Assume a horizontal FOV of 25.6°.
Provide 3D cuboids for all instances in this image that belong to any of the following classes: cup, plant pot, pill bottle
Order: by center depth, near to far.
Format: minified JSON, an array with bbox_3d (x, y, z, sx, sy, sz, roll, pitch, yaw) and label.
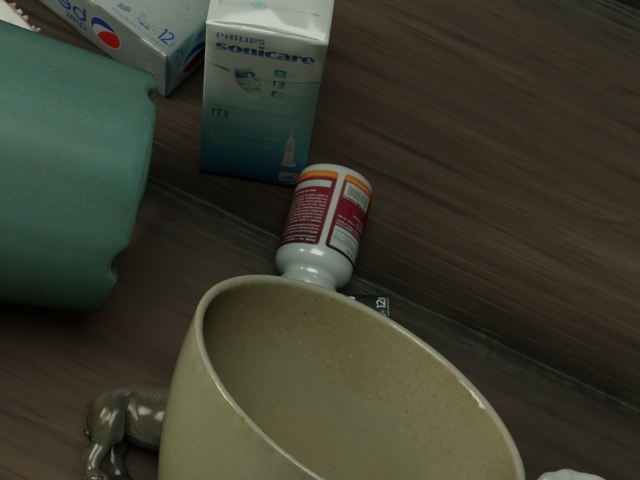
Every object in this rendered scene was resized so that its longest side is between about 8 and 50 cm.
[{"bbox_3d":[-0.017,0.224,1.273,0.331,0.237,0.331,27,22,-12],"label":"cup"},{"bbox_3d":[-0.351,-0.083,1.386,0.334,0.341,0.341,14,62,-15],"label":"plant pot"},{"bbox_3d":[0.000,0.000,1.518,0.086,0.086,0.152,16,63,1],"label":"pill bottle"}]

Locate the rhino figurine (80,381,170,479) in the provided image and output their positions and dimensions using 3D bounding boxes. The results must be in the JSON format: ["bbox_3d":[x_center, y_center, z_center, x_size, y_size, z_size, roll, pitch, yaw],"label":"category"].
[{"bbox_3d":[-0.122,0.187,1.419,0.243,0.073,0.106,-5,67,-11],"label":"rhino figurine"}]

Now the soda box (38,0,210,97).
[{"bbox_3d":[-0.254,-0.297,1.631,0.286,0.091,0.098,37,65,12],"label":"soda box"}]

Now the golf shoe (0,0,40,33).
[{"bbox_3d":[-0.446,-0.254,1.578,0.306,0.115,0.140,39,69,14],"label":"golf shoe"}]

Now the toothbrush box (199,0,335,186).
[{"bbox_3d":[-0.052,-0.224,1.506,0.126,0.295,0.216,9,64,-3],"label":"toothbrush box"}]

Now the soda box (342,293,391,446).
[{"bbox_3d":[0.046,0.143,1.468,0.053,0.060,0.169,3,63,-7],"label":"soda box"}]

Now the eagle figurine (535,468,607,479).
[{"bbox_3d":[0.312,0.357,1.287,0.225,0.298,0.226,19,88,-30],"label":"eagle figurine"}]
